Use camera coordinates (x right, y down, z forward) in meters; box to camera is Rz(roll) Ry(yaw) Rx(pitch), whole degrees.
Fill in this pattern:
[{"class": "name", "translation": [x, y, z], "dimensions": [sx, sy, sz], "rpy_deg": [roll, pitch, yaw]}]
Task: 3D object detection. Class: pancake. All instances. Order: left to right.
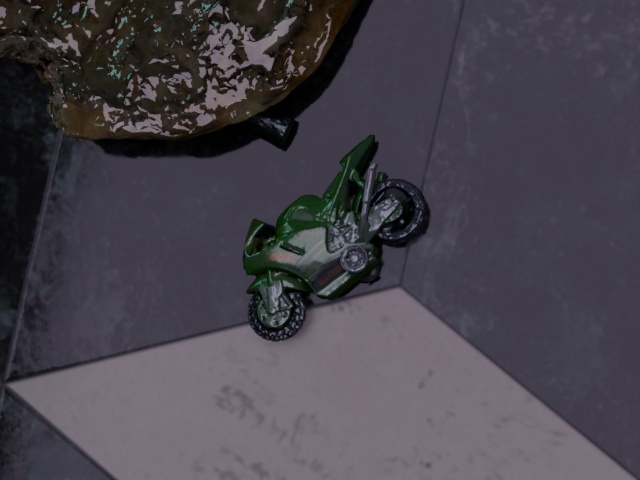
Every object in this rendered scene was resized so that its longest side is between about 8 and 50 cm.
[{"class": "pancake", "translation": [-0.149, -0.263, 1.375], "dimensions": [0.382, 0.071, 0.382], "rpy_deg": [-1, 80, 3]}]

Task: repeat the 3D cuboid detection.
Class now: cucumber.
[{"class": "cucumber", "translation": [-0.088, -0.124, 1.392], "dimensions": [0.133, 0.032, 0.032], "rpy_deg": [26, 90, 8]}]

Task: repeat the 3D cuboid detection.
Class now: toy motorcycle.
[{"class": "toy motorcycle", "translation": [0.000, 0.000, 1.362], "dimensions": [0.190, 0.074, 0.106], "rpy_deg": [-40, 76, 3]}]
